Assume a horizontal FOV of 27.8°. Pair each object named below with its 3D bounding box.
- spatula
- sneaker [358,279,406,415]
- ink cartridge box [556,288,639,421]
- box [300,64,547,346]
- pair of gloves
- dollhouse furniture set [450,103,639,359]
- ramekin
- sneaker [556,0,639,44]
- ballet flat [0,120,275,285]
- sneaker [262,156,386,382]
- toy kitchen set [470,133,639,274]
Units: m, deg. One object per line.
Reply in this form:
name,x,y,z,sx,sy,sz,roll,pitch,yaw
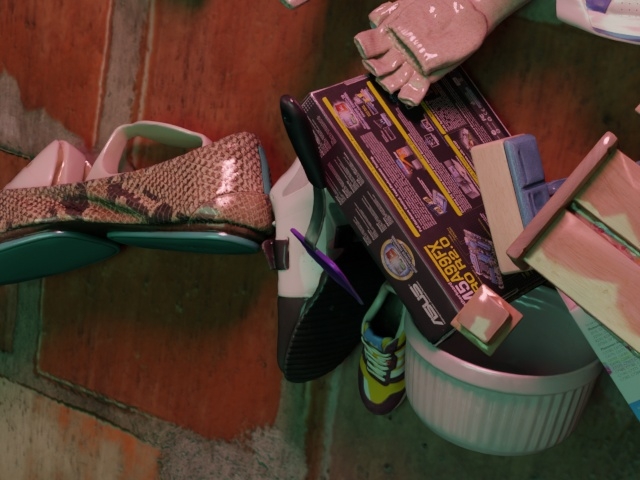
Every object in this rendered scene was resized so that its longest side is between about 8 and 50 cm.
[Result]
spatula,-0.007,-0.038,1.260,0.084,0.030,0.296,41,157,34
sneaker,0.070,0.118,1.456,0.070,0.084,0.185,23,111,27
ink cartridge box,0.309,0.082,1.264,0.062,0.104,0.181,-32,93,34
box,0.121,-0.053,1.305,0.270,0.216,0.060,56,139,10
pair of gloves,0.074,-0.263,1.328,0.240,0.204,0.042,40,157,17
dollhouse furniture set,0.350,0.044,1.124,0.303,0.174,0.355,42,92,19
ramekin,0.182,0.129,1.321,0.207,0.207,0.109,22,120,27
sneaker,0.381,-0.260,1.149,0.316,0.127,0.182,11,108,28
ballet flat,-0.265,-0.052,1.614,0.483,0.164,0.182,-8,74,29
sneaker,0.000,0.000,1.472,0.146,0.122,0.330,36,120,42
toy kitchen set,0.271,-0.060,1.213,0.166,0.207,0.122,-13,94,36
